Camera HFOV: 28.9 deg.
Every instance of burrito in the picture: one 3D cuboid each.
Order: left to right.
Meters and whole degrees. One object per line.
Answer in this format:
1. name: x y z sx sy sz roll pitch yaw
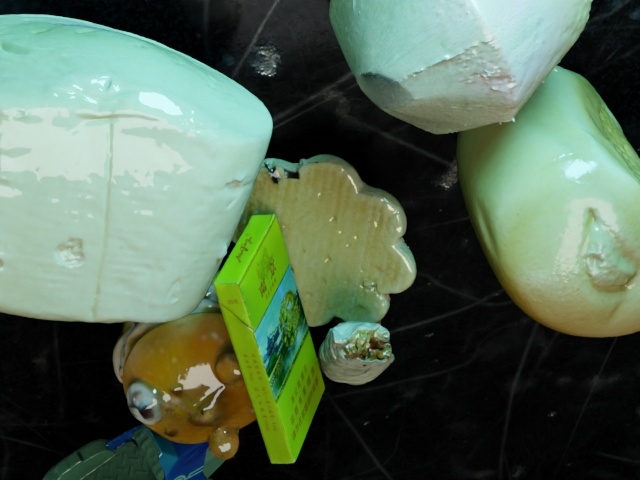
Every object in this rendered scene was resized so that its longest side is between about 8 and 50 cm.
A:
1. burrito: 0.055 0.181 1.964 0.117 0.076 0.392 6 168 -2

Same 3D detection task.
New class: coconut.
1. coconut: 0.168 -0.286 1.607 0.309 0.297 0.297 -46 130 -19

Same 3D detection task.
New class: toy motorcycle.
1. toy motorcycle: -0.295 0.389 2.094 0.326 0.191 0.200 -37 154 3

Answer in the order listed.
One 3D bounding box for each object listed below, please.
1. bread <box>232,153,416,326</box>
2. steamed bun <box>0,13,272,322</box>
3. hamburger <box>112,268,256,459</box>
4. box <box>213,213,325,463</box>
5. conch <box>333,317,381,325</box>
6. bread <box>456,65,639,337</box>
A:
1. bread: 0.000 0.000 1.888 0.315 0.054 0.316 10 124 15
2. steamed bun: -0.324 -0.111 1.661 0.455 0.290 0.371 11 118 -21
3. hamburger: -0.190 0.206 1.966 0.276 0.237 0.276 -6 126 -9
4. box: -0.071 0.148 1.866 0.047 0.187 0.335 -3 122 21
5. conch: 0.066 0.113 2.037 0.109 0.093 0.330 -23 130 -3
6. bread: 0.347 -0.053 1.789 0.253 0.376 0.348 -36 128 16
